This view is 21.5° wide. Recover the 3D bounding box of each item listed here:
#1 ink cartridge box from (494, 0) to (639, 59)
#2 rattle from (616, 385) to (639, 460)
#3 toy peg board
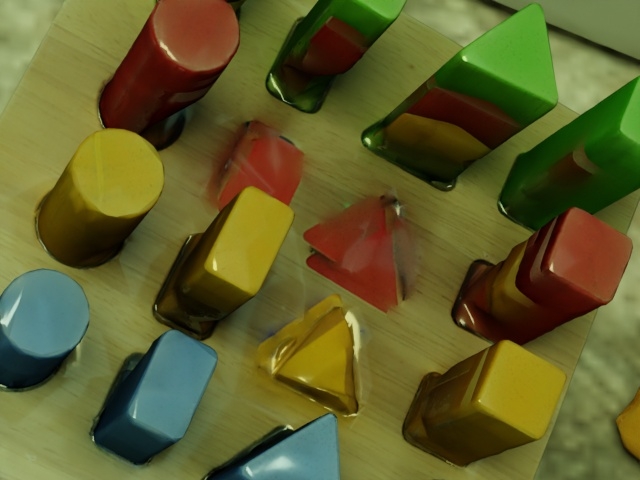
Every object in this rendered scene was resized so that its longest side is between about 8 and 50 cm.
[{"bbox_3d":[0.076,-0.158,0.459,0.237,0.100,0.172,20,69,-13],"label":"ink cartridge box"},{"bbox_3d":[0.175,-0.017,0.493,0.130,0.143,0.199,40,44,-40],"label":"rattle"},{"bbox_3d":[0.000,0.000,0.399,0.161,0.079,0.160,29,67,-9],"label":"toy peg board"}]
